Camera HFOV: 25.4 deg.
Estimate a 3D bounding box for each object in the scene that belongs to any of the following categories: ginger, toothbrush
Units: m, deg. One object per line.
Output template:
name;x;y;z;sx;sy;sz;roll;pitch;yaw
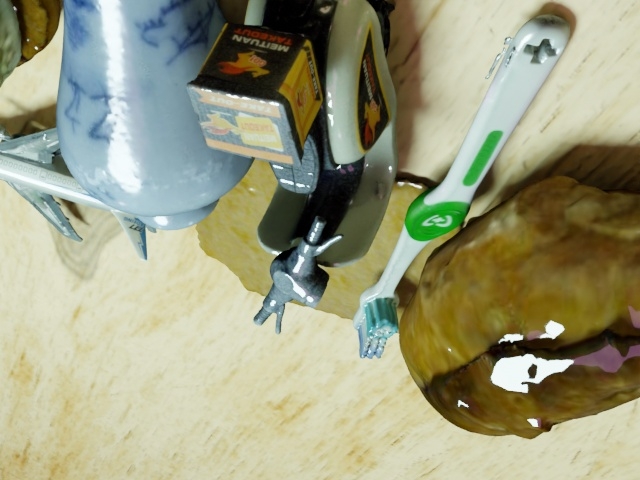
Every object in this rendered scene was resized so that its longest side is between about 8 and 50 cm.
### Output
ginger;0.171;0.047;0.948;0.321;0.165;0.172;-11;131;48
toothbrush;0.086;-0.027;1.007;0.042;0.040;0.418;3;147;-15

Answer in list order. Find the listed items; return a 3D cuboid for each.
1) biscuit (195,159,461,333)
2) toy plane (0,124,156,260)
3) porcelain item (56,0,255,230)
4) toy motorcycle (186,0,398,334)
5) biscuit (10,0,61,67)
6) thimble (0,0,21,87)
biscuit;0.000;0.000;1.146;0.232;0.013;0.237;15;149;12
toy plane;-0.232;-0.056;1.172;0.226;0.058;0.226;27;154;0
porcelain item;-0.110;-0.114;0.916;0.141;0.141;0.259;14;142;16
toy motorcycle;-0.005;-0.058;0.911;0.091;0.157;0.263;14;148;19
biscuit;-0.278;-0.198;0.990;0.212;0.036;0.212;17;149;11
thimble;-0.353;-0.136;0.955;0.271;0.150;0.270;19;149;12
